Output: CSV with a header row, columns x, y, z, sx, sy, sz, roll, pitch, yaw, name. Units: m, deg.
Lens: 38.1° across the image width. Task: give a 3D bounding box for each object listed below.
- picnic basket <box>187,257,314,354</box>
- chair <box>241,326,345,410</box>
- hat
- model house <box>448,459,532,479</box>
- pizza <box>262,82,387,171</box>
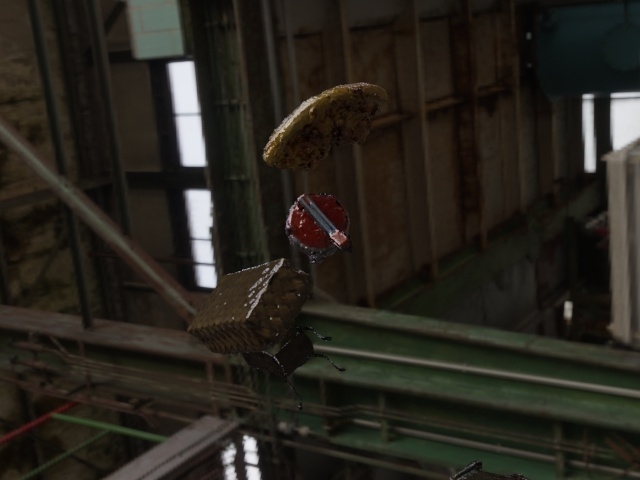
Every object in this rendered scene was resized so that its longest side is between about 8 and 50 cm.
x,y,z,sx,sy,sz,roll,pitch,yaw,name
-0.087,0.078,1.092,0.055,0.193,0.110,42,-117,-20,picnic basket
-0.078,0.274,2.169,0.149,0.213,0.174,-44,-45,-22,chair
0.004,-0.001,1.817,0.129,0.140,0.227,-58,-13,-18,hat
0.256,0.409,1.344,0.106,0.152,0.165,22,-108,-52,model house
0.016,-0.220,1.837,0.305,0.085,0.161,-35,-39,-22,pizza
